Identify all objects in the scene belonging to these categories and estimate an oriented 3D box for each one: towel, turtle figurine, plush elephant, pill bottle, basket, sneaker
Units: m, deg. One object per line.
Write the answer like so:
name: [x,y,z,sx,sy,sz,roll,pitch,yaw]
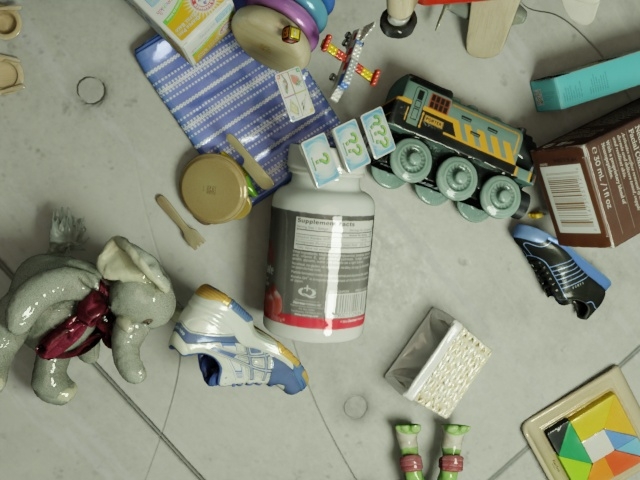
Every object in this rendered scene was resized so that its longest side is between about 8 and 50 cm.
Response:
towel: [-0.129,-0.248,1.365,0.243,0.040,0.336,-34,102,-5]
turtle figurine: [0.199,0.464,1.410,0.274,0.198,0.266,14,72,-52]
plush elephant: [-0.343,0.118,1.247,0.255,0.272,0.330,8,70,13]
pill bottle: [0.000,0.000,1.341,0.176,0.176,0.318,3,98,-11]
basket: [0.217,0.225,1.449,0.103,0.113,0.167,36,88,-17]
sneaker: [-0.140,0.198,1.338,0.131,0.112,0.296,-54,127,-13]
sneaker: [0.442,0.060,1.489,0.232,0.081,0.090,34,82,-14]

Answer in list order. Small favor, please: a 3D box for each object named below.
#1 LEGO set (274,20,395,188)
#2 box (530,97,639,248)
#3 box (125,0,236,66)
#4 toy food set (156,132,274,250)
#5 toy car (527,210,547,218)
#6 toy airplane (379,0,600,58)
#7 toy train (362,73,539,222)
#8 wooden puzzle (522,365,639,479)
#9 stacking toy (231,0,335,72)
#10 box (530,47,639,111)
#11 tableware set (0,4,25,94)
LEGO set: [0.029,-0.226,1.225,0.182,0.060,0.244,-28,105,-32]
box: [0.579,-0.143,1.418,0.381,0.143,0.191,-26,103,-24]
box: [-0.242,-0.396,1.268,0.114,0.103,0.203,-44,86,-3]
toy food set: [-0.179,-0.086,1.362,0.192,0.038,0.132,-37,94,18]
toy car: [0.455,-0.023,1.503,0.122,0.040,0.060,2,96,-12]
toy airplane: [0.270,-0.466,1.228,0.384,0.386,0.272,22,55,-34]
toy train: [0.236,-0.156,1.402,0.334,0.142,0.190,20,83,-13]
wooden puzzle: [0.542,0.396,1.565,0.238,0.044,0.221,-31,101,-6]
stacking toy: [-0.012,-0.443,1.307,0.141,0.141,0.330,32,73,-13]
box: [0.520,-0.300,1.454,0.244,0.100,0.060,-18,100,-8]
tableware set: [-0.553,-0.315,1.284,0.141,0.020,0.169,-1,96,-11]
